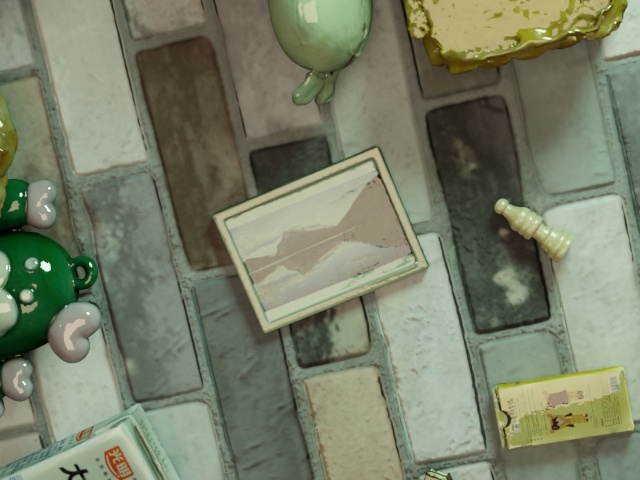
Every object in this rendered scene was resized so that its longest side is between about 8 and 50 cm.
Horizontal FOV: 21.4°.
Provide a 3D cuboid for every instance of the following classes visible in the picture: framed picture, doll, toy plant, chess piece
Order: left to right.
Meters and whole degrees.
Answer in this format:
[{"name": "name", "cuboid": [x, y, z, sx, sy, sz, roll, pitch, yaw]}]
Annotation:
[{"name": "toy plant", "cuboid": [-0.356, 0.060, 1.881, 0.243, 0.112, 0.232, -36, 77, 11]}, {"name": "doll", "cuboid": [-0.001, -0.281, 1.776, 0.113, 0.155, 0.275, -7, 96, 27]}, {"name": "framed picture", "cuboid": [0.000, 0.000, 1.885, 0.203, 0.015, 0.150, -22, 96, 9]}, {"name": "chess piece", "cuboid": [0.230, -0.015, 1.851, 0.092, 0.035, 0.035, 35, 101, 3]}]

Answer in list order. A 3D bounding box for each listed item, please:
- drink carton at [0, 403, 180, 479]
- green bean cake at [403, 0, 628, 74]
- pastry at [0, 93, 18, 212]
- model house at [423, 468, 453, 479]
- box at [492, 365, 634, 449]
[{"name": "drink carton", "cuboid": [-0.318, 0.310, 1.922, 0.315, 0.106, 0.130, -26, 97, 8]}, {"name": "green bean cake", "cuboid": [0.191, -0.303, 1.762, 0.224, 0.131, 0.229, -12, 100, 10]}, {"name": "pastry", "cuboid": [-0.427, -0.091, 1.844, 0.229, 0.100, 0.218, -31, 68, 11]}, {"name": "model house", "cuboid": [0.134, 0.298, 1.897, 0.058, 0.057, 0.083, 22, 98, 7]}, {"name": "box", "cuboid": [0.269, 0.186, 1.884, 0.149, 0.020, 0.073, -9, 99, 7]}]
